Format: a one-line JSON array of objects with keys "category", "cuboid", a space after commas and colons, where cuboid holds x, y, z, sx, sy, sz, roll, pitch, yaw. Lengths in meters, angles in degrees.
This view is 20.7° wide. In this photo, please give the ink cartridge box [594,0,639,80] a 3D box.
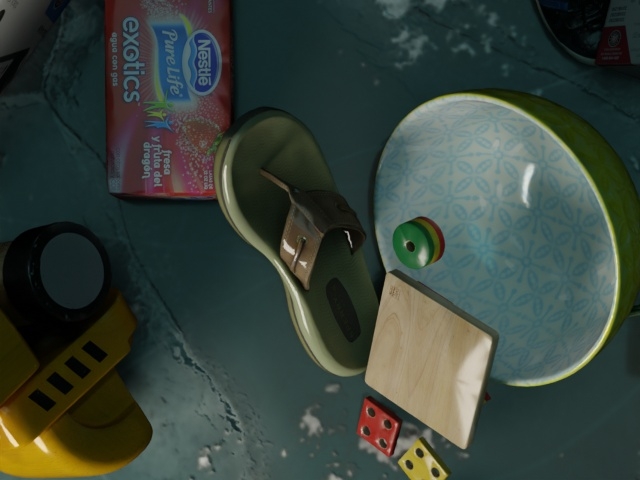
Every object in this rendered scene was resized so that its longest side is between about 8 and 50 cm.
[{"category": "ink cartridge box", "cuboid": [0.369, -0.238, 1.696, 0.127, 0.128, 0.176, 16, 87, -26]}]

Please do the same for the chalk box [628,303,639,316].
[{"category": "chalk box", "cuboid": [0.427, 0.060, 1.685, 0.288, 0.180, 0.179, 4, 89, -2]}]

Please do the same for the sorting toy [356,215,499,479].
[{"category": "sorting toy", "cuboid": [0.113, 0.116, 1.678, 0.132, 0.046, 0.275, 32, 127, 32]}]

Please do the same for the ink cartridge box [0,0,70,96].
[{"category": "ink cartridge box", "cuboid": [-0.388, -0.179, 1.618, 0.166, 0.285, 0.395, 36, 89, -1]}]

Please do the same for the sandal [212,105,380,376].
[{"category": "sandal", "cuboid": [0.002, 0.000, 1.667, 0.120, 0.086, 0.303, -43, 120, -26]}]

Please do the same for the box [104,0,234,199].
[{"category": "box", "cuboid": [-0.145, -0.168, 1.701, 0.122, 0.128, 0.257, -1, 89, -3]}]

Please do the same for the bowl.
[{"category": "bowl", "cuboid": [0.207, -0.019, 1.675, 0.156, 0.289, 0.289, -22, 89, -42]}]

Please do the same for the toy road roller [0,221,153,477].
[{"category": "toy road roller", "cuboid": [-0.303, 0.150, 1.619, 0.329, 0.202, 0.241, -44, 112, -38]}]

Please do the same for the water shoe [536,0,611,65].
[{"category": "water shoe", "cuboid": [0.243, -0.266, 1.735, 0.073, 0.080, 0.203, -27, 90, -1]}]
